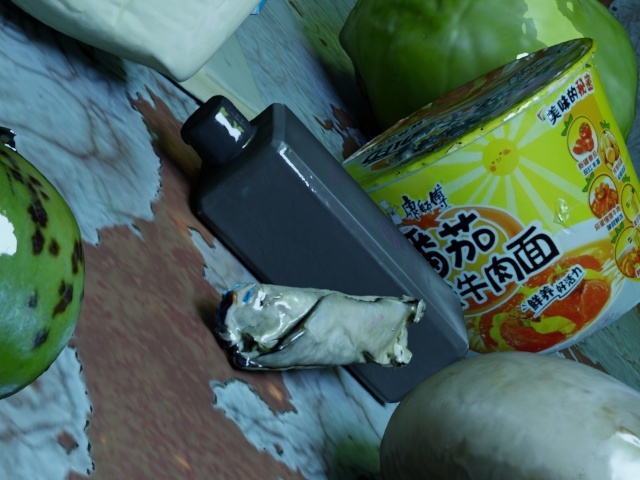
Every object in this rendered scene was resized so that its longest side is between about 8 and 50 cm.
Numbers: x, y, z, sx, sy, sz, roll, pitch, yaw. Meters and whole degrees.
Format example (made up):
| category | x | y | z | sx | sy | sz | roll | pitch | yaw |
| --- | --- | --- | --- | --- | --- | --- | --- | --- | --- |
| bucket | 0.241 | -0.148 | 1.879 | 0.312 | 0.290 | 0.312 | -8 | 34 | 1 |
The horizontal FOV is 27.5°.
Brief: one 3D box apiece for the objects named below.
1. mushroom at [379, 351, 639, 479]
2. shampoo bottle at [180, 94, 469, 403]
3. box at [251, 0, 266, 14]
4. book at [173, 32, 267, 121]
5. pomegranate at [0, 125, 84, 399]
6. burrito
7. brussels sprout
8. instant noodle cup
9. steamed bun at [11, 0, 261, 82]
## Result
| category | x | y | z | sx | sy | sz | roll | pitch | yaw |
| --- | --- | --- | --- | --- | --- | --- | --- | --- | --- |
| mushroom | 0.132 | 0.171 | 0.756 | 0.226 | 0.226 | 0.178 | 47 | 60 | -21 |
| shampoo bottle | 0.000 | 0.000 | 0.896 | 0.246 | 0.079 | 0.080 | 46 | 18 | -23 |
| box | -0.057 | -0.380 | 1.245 | 0.273 | 0.048 | 0.265 | -73 | 165 | -61 |
| book | -0.140 | -0.225 | 1.055 | 0.201 | 0.026 | 0.289 | 36 | 24 | -44 |
| pomegranate | -0.143 | 0.027 | 0.438 | 0.122 | 0.122 | 0.162 | 26 | 69 | -57 |
| burrito | 0.004 | 0.054 | 0.808 | 0.171 | 0.042 | 0.051 | 5 | 90 | -51 |
| brussels sprout | 0.182 | -0.172 | 1.374 | 0.344 | 0.268 | 0.344 | 55 | -5 | 8 |
| instant noodle cup | 0.159 | -0.024 | 1.109 | 0.200 | 0.264 | 0.264 | 60 | 15 | -10 |
| steamed bun | -0.131 | -0.227 | 0.807 | 0.250 | 0.200 | 0.155 | 38 | -2 | -43 |
